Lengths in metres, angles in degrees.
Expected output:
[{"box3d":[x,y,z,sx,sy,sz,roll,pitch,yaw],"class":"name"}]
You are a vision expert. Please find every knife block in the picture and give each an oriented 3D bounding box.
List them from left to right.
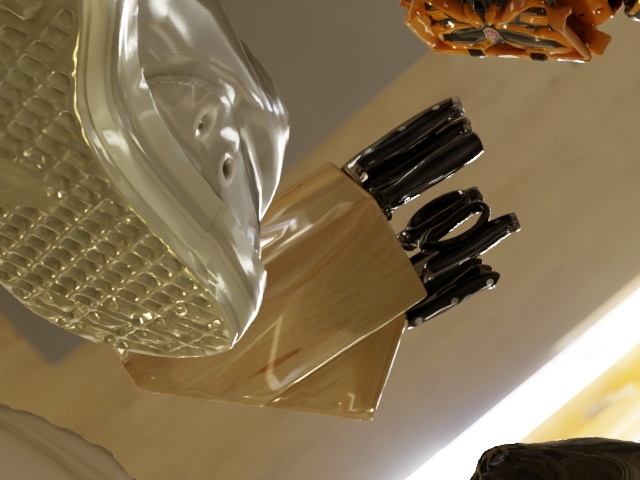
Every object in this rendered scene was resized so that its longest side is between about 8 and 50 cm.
[{"box3d":[0.000,0.000,1.253,0.275,0.242,0.088,10,-165,-25],"class":"knife block"}]

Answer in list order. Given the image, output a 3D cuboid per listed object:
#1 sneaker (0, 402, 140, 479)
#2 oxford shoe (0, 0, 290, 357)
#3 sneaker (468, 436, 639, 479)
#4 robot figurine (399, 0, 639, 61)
[{"box3d":[-0.071,0.149,0.488,0.232,0.090,0.115,54,-148,-6],"class":"sneaker"},{"box3d":[-0.114,-0.104,0.638,0.169,0.130,0.449,7,153,20],"class":"oxford shoe"},{"box3d":[0.082,0.159,0.522,0.106,0.078,0.234,9,-125,-13],"class":"sneaker"},{"box3d":[0.072,-0.190,0.934,0.211,0.085,0.291,8,154,35],"class":"robot figurine"}]
